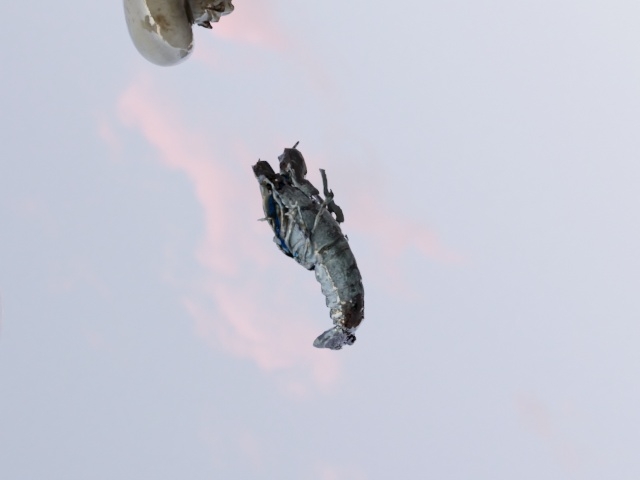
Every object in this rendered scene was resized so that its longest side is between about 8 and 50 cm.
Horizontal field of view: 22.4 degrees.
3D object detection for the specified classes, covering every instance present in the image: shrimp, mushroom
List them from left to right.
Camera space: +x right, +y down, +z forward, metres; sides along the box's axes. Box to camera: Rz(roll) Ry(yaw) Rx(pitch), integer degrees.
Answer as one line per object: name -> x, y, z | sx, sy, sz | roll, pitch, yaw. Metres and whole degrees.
mushroom -> -0.102, -0.169, 1.160 | 0.085, 0.079, 0.085 | 168, 90, -87
shrimp -> 0.003, 0.000, 1.308 | 0.082, 0.076, 0.174 | -16, -98, -46

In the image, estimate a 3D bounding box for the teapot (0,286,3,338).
teapot -> -0.259, 0.029, 0.696 | 0.208, 0.300, 0.166 | 32, -129, -55
